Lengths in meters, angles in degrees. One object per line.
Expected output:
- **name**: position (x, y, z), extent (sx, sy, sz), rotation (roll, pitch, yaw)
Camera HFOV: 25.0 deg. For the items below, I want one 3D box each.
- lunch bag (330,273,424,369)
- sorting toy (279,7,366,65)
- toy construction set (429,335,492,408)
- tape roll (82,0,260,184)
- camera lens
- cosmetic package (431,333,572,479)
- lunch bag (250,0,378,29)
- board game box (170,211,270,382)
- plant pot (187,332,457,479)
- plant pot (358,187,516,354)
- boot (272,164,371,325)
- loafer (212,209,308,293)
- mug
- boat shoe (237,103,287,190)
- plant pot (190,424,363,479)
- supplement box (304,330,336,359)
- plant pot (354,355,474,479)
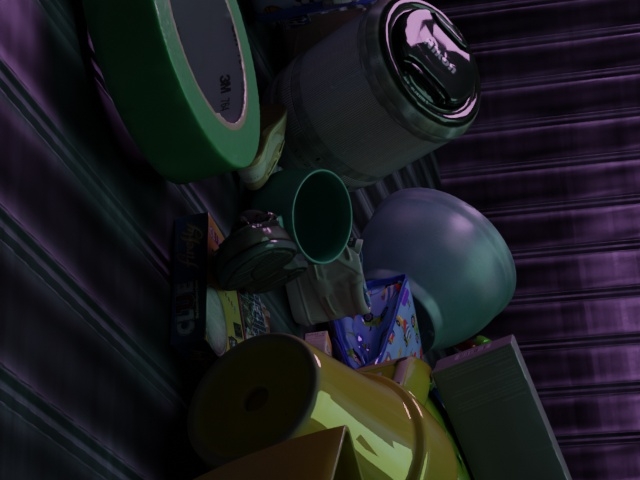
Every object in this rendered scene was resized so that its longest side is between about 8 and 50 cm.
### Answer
- **lunch bag**: position (0.091, 0.226, 2.234), extent (0.293, 0.138, 0.221), rotation (-88, 167, -61)
- **sorting toy**: position (0.025, -0.262, 2.272), extent (0.038, 0.208, 0.193), rotation (-21, 105, -40)
- **toy construction set**: position (0.214, 0.289, 2.755), extent (0.237, 0.257, 0.309), rotation (29, -57, 47)
- **tape roll**: position (-0.156, -0.223, 1.550), extent (0.321, 0.077, 0.321), rotation (-15, 90, -77)
- **camera lens**: position (0.074, -0.204, 2.062), extent (0.219, 0.274, 0.219), rotation (22, 55, -36)
- **cosmetic package**: position (0.257, 0.265, 2.025), extent (0.107, 0.127, 0.238), rotation (-27, 97, -80)
- **lunch bag**: position (0.020, -0.412, 2.188), extent (0.303, 0.243, 0.115), rotation (-71, 150, -68)
- **board game box**: position (-0.111, 0.101, 1.671), extent (0.243, 0.042, 0.165), rotation (64, 21, -55)
- **plant pot**: position (-0.013, 0.228, 1.575), extent (0.239, 0.254, 0.254), rotation (50, 30, -41)
- **plant pot**: position (0.169, 0.081, 2.542), extent (0.196, 0.293, 0.293), rotation (-47, 133, -40)
- **boot**: position (0.000, 0.000, 2.073), extent (0.095, 0.123, 0.258), rotation (-79, 157, -59)
- **loafer**: position (-0.078, 0.006, 1.627), extent (0.084, 0.096, 0.267), rotation (62, 2, 9)
- **mug**: position (-0.041, -0.038, 1.941), extent (0.158, 0.097, 0.129), rotation (35, 64, -46)
- **boat shoe**: position (-0.080, -0.127, 1.958), extent (0.170, 0.063, 0.059), rotation (-66, 149, -52)
- **plant pot**: position (-0.057, 0.327, 1.390), extent (0.212, 0.187, 0.212), rotation (-70, 150, -60)
- **supplement box**: position (-0.002, 0.189, 2.135), extent (0.098, 0.036, 0.062), rotation (-84, 162, -52)
- **plant pot**: position (0.074, 0.289, 1.989), extent (0.227, 0.228, 0.207), rotation (-54, 127, -76)
